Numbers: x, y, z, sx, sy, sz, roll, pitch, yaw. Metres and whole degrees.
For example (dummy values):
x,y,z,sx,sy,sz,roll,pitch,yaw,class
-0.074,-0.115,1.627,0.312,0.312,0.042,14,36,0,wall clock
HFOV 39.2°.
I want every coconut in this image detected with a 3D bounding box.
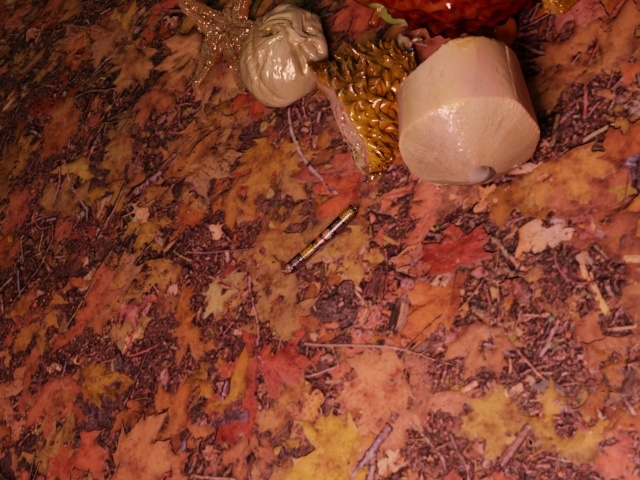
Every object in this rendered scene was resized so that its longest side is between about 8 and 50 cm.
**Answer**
x,y,z,sx,sy,sz,roll,pitch,yaw,class
0.247,-0.201,1.521,0.239,0.239,0.244,-21,50,26,coconut

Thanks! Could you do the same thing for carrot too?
x,y,z,sx,sy,sz,roll,pitch,yaw,class
0.285,-0.423,1.737,0.061,0.061,0.210,-54,44,-2,carrot

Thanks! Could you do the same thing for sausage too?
x,y,z,sx,sy,sz,roll,pitch,yaw,class
0.000,0.000,1.723,0.198,0.025,0.028,-42,93,9,sausage

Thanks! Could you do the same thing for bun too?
x,y,z,sx,sy,sz,roll,pitch,yaw,class
-0.084,-0.407,1.931,0.229,0.145,0.229,-11,59,19,bun

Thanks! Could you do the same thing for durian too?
x,y,z,sx,sy,sz,roll,pitch,yaw,class
0.104,-0.296,1.741,0.196,0.185,0.305,-24,55,2,durian

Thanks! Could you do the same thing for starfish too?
x,y,z,sx,sy,sz,roll,pitch,yaw,class
-0.199,-0.469,2.085,0.299,0.060,0.302,10,82,9,starfish

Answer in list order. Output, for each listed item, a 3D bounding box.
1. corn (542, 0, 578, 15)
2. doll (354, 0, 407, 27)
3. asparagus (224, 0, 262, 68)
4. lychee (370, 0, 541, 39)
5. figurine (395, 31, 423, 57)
x,y,z,sx,sy,sz,roll,pitch,yaw,class
0.478,-0.494,1.623,0.207,0.068,0.068,-48,48,4,corn
0.123,-0.537,1.827,0.213,0.213,0.236,4,82,37,doll
-0.175,-0.517,2.139,0.024,0.025,0.248,25,79,-1,asparagus
0.253,-0.580,1.550,0.425,0.424,0.500,7,55,38,lychee
0.171,-0.374,1.798,0.051,0.047,0.083,13,78,29,figurine
